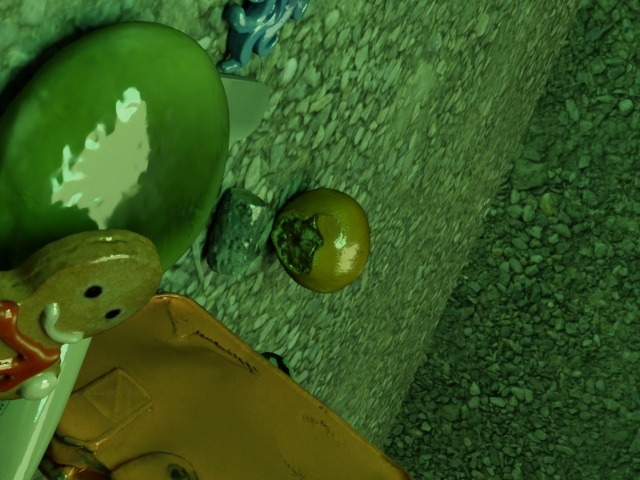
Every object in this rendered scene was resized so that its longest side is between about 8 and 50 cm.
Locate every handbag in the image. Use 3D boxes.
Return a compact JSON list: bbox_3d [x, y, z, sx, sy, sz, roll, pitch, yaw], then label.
[{"bbox_3d":[-0.112,0.236,1.003,0.303,0.410,0.116,-28,151,-60],"label":"handbag"}]

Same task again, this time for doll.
[{"bbox_3d":[-0.043,-0.260,0.975,0.206,0.067,0.110,-55,155,20],"label":"doll"}]

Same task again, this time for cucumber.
[{"bbox_3d":[-0.108,-0.013,1.189,0.064,0.064,0.112,-33,145,-54],"label":"cucumber"}]

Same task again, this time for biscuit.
[{"bbox_3d":[-0.268,0.084,0.705,0.324,0.049,0.205,-25,151,-11],"label":"biscuit"}]

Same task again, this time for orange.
[{"bbox_3d":[0.000,0.000,1.363,0.134,0.155,0.155,2,127,-21],"label":"orange"}]

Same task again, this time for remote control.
[{"bbox_3d":[-0.123,-0.144,1.004,0.077,0.022,0.245,-63,161,16],"label":"remote control"}]

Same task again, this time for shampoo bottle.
[{"bbox_3d":[-0.300,0.171,0.858,0.257,0.127,0.078,-61,152,-13],"label":"shampoo bottle"}]

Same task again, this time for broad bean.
[{"bbox_3d":[-0.187,-0.051,0.814,0.291,0.119,0.238,-57,145,-10],"label":"broad bean"}]

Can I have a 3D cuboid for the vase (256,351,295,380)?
[{"bbox_3d":[-0.076,0.320,1.641,0.165,0.165,0.360,-53,157,-21],"label":"vase"}]
